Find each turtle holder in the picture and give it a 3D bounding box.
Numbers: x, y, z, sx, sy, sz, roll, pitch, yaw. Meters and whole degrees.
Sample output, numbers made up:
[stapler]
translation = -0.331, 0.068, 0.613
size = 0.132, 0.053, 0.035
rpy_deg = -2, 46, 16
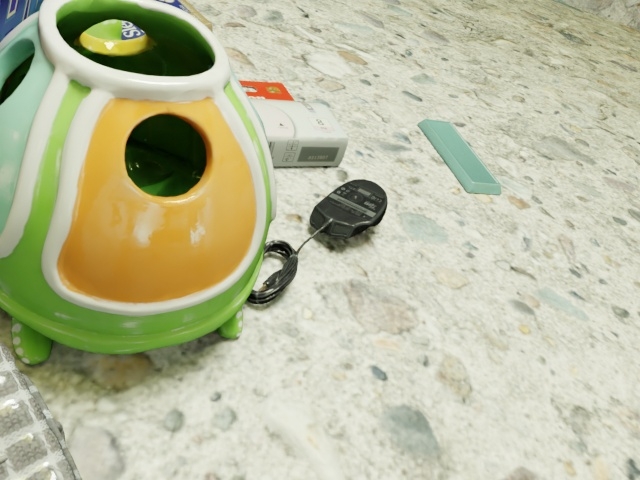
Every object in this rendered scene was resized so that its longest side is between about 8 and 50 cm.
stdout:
[turtle holder]
translation = -0.153, -0.078, 0.429
size = 0.243, 0.227, 0.320
rpy_deg = 11, 41, -11

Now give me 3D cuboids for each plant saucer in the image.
[plant saucer]
translation = 0.226, -0.142, 0.834
size = 0.067, 0.018, 0.192
rpy_deg = 1, 44, -23

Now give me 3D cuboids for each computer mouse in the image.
[computer mouse]
translation = 0.000, 0.000, 0.565
size = 0.071, 0.041, 0.242
rpy_deg = 30, 46, 24

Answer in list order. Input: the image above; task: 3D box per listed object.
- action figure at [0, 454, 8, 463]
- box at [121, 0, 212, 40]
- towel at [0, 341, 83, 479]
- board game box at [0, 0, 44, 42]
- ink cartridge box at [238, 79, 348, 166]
[action figure]
translation = -0.210, 0.122, 0.101
size = 0.185, 0.099, 0.285
rpy_deg = 35, 40, 20
[box]
translation = -0.290, -0.310, 0.747
size = 0.225, 0.037, 0.136
rpy_deg = -29, 60, -26
[towel]
translation = -0.210, 0.187, 0.188
size = 0.283, 0.121, 0.235
rpy_deg = -24, 57, -41
[board game box]
translation = -0.372, -0.263, 0.308
size = 0.356, 0.356, 0.357
rpy_deg = 20, 31, -24
[ink cartridge box]
translation = -0.092, -0.191, 0.723
size = 0.189, 0.066, 0.232
rpy_deg = -5, 50, -28
